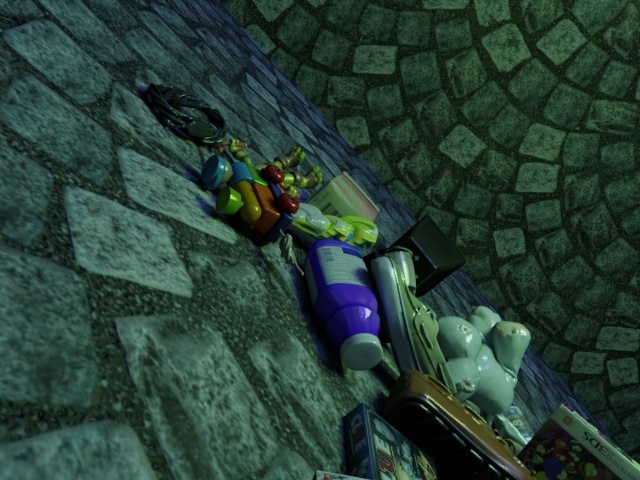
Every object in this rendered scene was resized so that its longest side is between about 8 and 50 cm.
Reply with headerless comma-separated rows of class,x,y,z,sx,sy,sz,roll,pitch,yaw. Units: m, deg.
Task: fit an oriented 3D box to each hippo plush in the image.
hippo plush,0.291,0.277,1.181,0.236,0.234,0.294,14,77,-35

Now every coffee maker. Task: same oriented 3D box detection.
coffee maker,0.136,0.124,1.159,0.120,0.171,0.178,9,60,-37

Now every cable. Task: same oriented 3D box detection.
cable,-0.268,-0.257,1.110,0.150,0.047,0.184,46,24,19

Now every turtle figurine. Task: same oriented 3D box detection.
turtle figurine,-0.097,-0.133,1.181,0.269,0.087,0.217,38,33,27

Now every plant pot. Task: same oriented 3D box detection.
plant pot,0.284,0.060,1.632,0.187,0.188,0.167,53,29,11

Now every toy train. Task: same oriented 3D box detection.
toy train,-0.117,-0.049,0.954,0.143,0.105,0.248,20,31,-40

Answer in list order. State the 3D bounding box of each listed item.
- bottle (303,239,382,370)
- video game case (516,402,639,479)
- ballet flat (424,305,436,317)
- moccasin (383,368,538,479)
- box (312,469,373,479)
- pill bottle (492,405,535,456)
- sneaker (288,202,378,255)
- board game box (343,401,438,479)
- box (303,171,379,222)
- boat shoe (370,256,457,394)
bottle,0.044,0.108,0.987,0.118,0.092,0.283,10,31,-18
video game case,0.437,0.441,0.952,0.210,0.232,0.042,43,13,34
ballet flat,0.267,0.220,1.364,0.248,0.086,0.086,41,18,-27
moccasin,0.263,0.375,0.931,0.380,0.139,0.147,40,24,4
box,0.047,0.325,0.530,0.114,0.036,0.207,13,24,-9
pill bottle,0.481,0.480,1.333,0.078,0.078,0.137,39,18,-31
sneaker,0.000,0.000,1.178,0.240,0.126,0.091,13,25,-12
board game box,0.106,0.348,0.714,0.165,0.042,0.243,43,17,-19
box,0.048,-0.072,1.373,0.149,0.127,0.232,48,16,-2
boat shoe,0.171,0.165,1.020,0.109,0.094,0.302,-117,-171,-78
